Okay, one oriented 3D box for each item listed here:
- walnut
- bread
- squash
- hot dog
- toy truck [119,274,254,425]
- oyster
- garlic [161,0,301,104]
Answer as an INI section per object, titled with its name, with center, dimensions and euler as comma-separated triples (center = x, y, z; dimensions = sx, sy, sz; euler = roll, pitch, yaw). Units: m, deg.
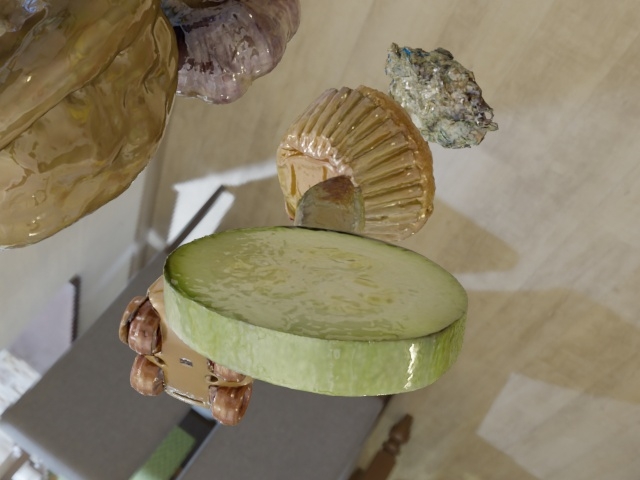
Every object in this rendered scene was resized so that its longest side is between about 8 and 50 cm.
[walnut]
center = -0.318, -0.174, 0.869
dimensions = 0.383, 0.384, 0.384
euler = 24, 145, 19
[bread]
center = 0.051, -0.109, 1.447
dimensions = 0.274, 0.149, 0.274
euler = 34, 140, 35
[squash]
center = -0.003, 0.047, 0.772
dimensions = 0.252, 0.252, 0.049
euler = 17, 112, 28
[hot dog]
center = 0.001, 0.001, 0.993
dimensions = 0.078, 0.169, 0.061
euler = 16, 137, 8
[toy truck]
center = -0.181, 0.153, 1.470
dimensions = 0.204, 0.212, 0.288
euler = 17, 138, 10
[oyster]
center = 0.226, -0.286, 1.823
dimensions = 0.198, 0.092, 0.260
euler = -23, 101, 46
[garlic]
center = -0.145, -0.280, 1.122
dimensions = 0.244, 0.245, 0.160
euler = 23, 157, 21
